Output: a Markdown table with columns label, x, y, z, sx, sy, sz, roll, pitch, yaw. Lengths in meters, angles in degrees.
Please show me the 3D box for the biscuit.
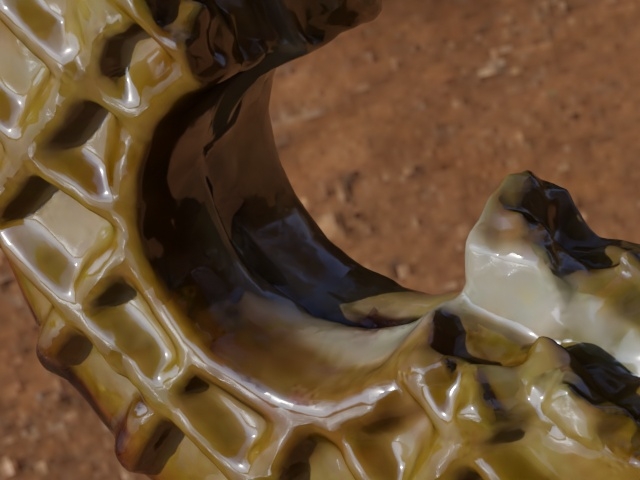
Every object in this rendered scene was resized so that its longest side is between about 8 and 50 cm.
| label | x | y | z | sx | sy | sz | roll | pitch | yaw |
| --- | --- | --- | --- | --- | --- | --- | --- | --- | --- |
| biscuit | -0.014 | 0.003 | 0.748 | 0.115 | 0.366 | 0.268 | -35 | -11 | -44 |
